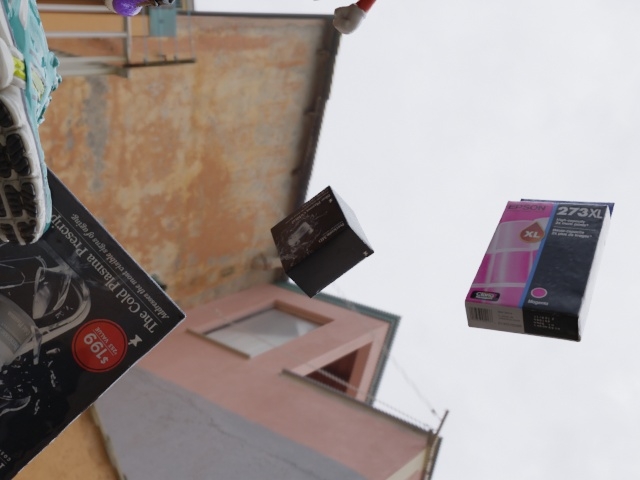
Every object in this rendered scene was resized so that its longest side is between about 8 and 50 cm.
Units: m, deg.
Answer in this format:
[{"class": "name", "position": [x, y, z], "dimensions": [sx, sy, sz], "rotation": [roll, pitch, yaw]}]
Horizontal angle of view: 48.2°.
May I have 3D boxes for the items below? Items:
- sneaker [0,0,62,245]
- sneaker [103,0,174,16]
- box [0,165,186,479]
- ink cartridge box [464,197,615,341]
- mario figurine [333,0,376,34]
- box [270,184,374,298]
[{"class": "sneaker", "position": [-0.269, -0.130, 0.629], "dimensions": [0.107, 0.110, 0.276], "rotation": [7, -71, 22]}, {"class": "sneaker", "position": [-0.380, -0.541, 1.538], "dimensions": [0.146, 0.102, 0.293], "rotation": [27, -12, -7]}, {"class": "box", "position": [-0.413, 0.077, 0.940], "dimensions": [0.343, 0.312, 0.179], "rotation": [49, -13, -13]}, {"class": "ink cartridge box", "position": [0.382, 0.016, 1.212], "dimensions": [0.175, 0.371, 0.069], "rotation": [5, -53, 29]}, {"class": "mario figurine", "position": [0.087, -0.493, 1.300], "dimensions": [0.320, 0.170, 0.198], "rotation": [1, -91, 21]}, {"class": "box", "position": [0.000, 0.000, 1.395], "dimensions": [0.156, 0.093, 0.158], "rotation": [-37, -144, 10]}]
